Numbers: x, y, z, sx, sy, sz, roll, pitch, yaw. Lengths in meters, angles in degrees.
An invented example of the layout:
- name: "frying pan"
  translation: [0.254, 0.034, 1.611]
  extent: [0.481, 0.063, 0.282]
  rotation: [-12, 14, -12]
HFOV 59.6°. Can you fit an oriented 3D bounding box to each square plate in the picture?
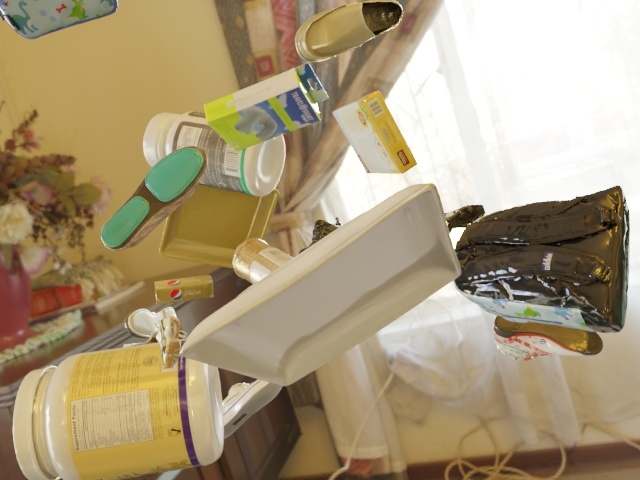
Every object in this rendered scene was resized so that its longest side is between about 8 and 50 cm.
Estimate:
- name: "square plate"
  translation: [0.026, 0.078, 0.773]
  extent: [0.347, 0.049, 0.344]
  rotation: [-33, -27, 5]

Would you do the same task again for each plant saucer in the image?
- name: "plant saucer"
  translation: [-0.344, -0.076, 1.884]
  extent: [0.333, 0.333, 0.081]
  rotation: [11, 27, -20]

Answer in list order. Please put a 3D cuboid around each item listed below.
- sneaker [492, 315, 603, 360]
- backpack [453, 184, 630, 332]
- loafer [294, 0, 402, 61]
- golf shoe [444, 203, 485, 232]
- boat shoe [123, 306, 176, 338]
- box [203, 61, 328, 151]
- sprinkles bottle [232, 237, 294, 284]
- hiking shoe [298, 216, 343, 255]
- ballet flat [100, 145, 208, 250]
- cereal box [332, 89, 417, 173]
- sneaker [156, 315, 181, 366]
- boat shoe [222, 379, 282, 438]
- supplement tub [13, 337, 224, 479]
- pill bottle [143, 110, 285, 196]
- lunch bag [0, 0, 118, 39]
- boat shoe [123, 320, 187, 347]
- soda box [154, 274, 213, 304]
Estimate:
- name: "sneaker"
  translation: [0.605, 0.274, 1.509]
  extent: [0.270, 0.145, 0.090]
  rotation: [9, 56, 21]
- name: "backpack"
  translation: [0.454, 0.054, 1.185]
  extent: [0.355, 0.290, 0.273]
  rotation: [-1, -23, 35]
- name: "loafer"
  translation: [0.068, -0.480, 1.241]
  extent: [0.268, 0.102, 0.092]
  rotation: [-29, 18, -12]
- name: "golf shoe"
  translation: [0.427, -0.073, 1.791]
  extent: [0.198, 0.077, 0.094]
  rotation: [-22, 23, -4]
- name: "boat shoe"
  translation: [-0.649, 0.311, 2.079]
  extent: [0.095, 0.112, 0.335]
  rotation: [-18, -6, 11]
- name: "box"
  translation: [-0.081, -0.209, 0.895]
  extent: [0.178, 0.042, 0.109]
  rotation: [-18, -22, 13]
- name: "sprinkles bottle"
  translation: [-0.083, 0.100, 1.403]
  extent: [0.121, 0.121, 0.355]
  rotation: [-22, 31, -32]
- name: "hiking shoe"
  translation: [0.000, 0.000, 1.656]
  extent: [0.227, 0.114, 0.086]
  rotation: [-22, -17, -48]
- name: "ballet flat"
  translation: [-0.374, -0.097, 1.294]
  extent: [0.316, 0.107, 0.106]
  rotation: [-40, -11, 5]
- name: "cereal box"
  translation: [0.113, -0.229, 1.229]
  extent: [0.047, 0.173, 0.240]
  rotation: [-33, 14, -7]
- name: "sneaker"
  translation: [-0.254, 0.169, 0.927]
  extent: [0.037, 0.083, 0.032]
  rotation: [-11, -23, 27]
- name: "boat shoe"
  translation: [-0.209, 0.417, 1.468]
  extent: [0.258, 0.084, 0.095]
  rotation: [-40, -35, 5]
- name: "supplement tub"
  translation: [-0.362, 0.321, 1.054]
  extent: [0.331, 0.241, 0.241]
  rotation: [-8, 6, -5]
- name: "pill bottle"
  translation: [-0.300, -0.252, 1.574]
  extent: [0.361, 0.204, 0.204]
  rotation: [14, 19, 21]
- name: "lunch bag"
  translation: [-0.501, -0.483, 1.026]
  extent: [0.219, 0.176, 0.090]
  rotation: [-14, 51, 1]
- name: "boat shoe"
  translation: [-0.514, 0.342, 1.826]
  extent: [0.136, 0.156, 0.367]
  rotation: [4, 0, 25]
- name: "soda box"
  translation: [-0.443, 0.159, 1.817]
  extent: [0.181, 0.058, 0.061]
  rotation: [-7, 23, -17]
